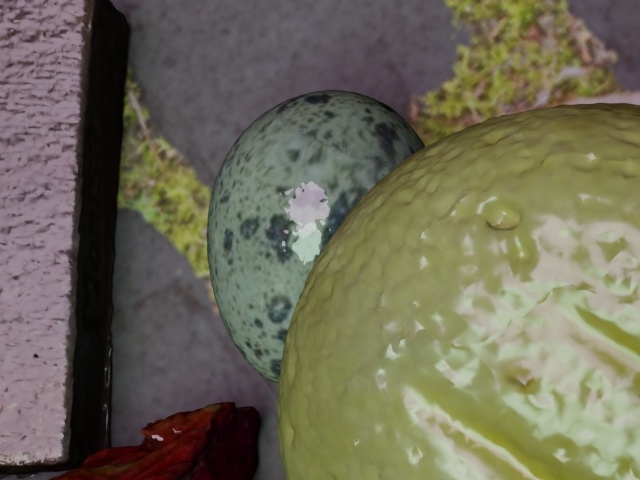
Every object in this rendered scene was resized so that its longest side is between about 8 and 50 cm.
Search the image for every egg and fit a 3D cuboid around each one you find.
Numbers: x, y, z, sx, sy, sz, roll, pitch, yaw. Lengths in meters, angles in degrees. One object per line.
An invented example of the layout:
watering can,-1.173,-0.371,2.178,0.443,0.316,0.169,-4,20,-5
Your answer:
egg,0.000,0.000,0.956,0.132,0.132,0.172,19,102,23

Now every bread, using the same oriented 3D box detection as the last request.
bread,0.139,0.087,0.809,0.321,0.237,0.320,0,91,8

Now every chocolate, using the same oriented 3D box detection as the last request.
chocolate,-0.185,-0.014,1.048,0.112,0.112,0.321,-1,81,13

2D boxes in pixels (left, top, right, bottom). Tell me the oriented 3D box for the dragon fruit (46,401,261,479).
dragon fruit,-0.131,0.238,0.977,0.302,0.240,0.330,8,61,49
